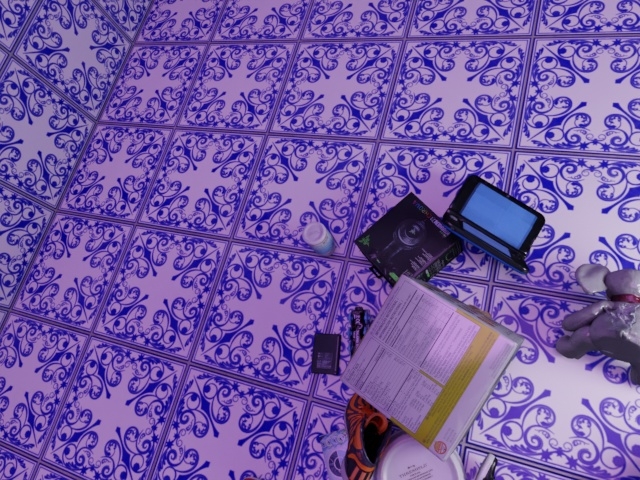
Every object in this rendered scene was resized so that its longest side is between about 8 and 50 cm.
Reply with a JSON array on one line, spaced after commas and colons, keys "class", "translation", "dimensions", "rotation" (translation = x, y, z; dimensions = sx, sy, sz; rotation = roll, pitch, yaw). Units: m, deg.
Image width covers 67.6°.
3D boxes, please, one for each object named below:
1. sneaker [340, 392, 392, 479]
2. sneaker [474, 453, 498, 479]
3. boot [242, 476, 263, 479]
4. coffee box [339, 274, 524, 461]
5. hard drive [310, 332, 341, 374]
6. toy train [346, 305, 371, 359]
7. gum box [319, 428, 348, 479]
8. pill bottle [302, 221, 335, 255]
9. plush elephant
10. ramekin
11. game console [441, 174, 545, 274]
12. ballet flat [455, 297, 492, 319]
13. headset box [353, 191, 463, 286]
[{"class": "sneaker", "translation": [0.146, 0.527, 1.371], "dimensions": [0.125, 0.180, 0.321], "rotation": [18, 31, -5]}, {"class": "sneaker", "translation": [0.474, 0.711, 1.310], "dimensions": [0.121, 0.079, 0.216], "rotation": [23, 86, 22]}, {"class": "boot", "translation": [-0.179, 0.810, 1.437], "dimensions": [0.244, 0.176, 0.088], "rotation": [30, 83, 28]}, {"class": "coffee box", "translation": [0.320, 0.328, 1.334], "dimensions": [0.334, 0.338, 0.338], "rotation": [32, 95, 27]}, {"class": "hard drive", "translation": [0.019, 0.385, 1.626], "dimensions": [0.094, 0.022, 0.135], "rotation": [-1, 69, 19]}, {"class": "toy train", "translation": [0.130, 0.311, 1.571], "dimensions": [0.080, 0.105, 0.184], "rotation": [-4, 68, 14]}, {"class": "gum box", "translation": [0.095, 0.676, 1.471], "dimensions": [0.157, 0.041, 0.184], "rotation": [-21, 63, 10]}, {"class": "pill bottle", "translation": [0.000, 0.000, 1.711], "dimensions": [0.087, 0.160, 0.087], "rotation": [-7, 67, 17]}, {"class": "plush elephant", "translation": [0.824, 0.192, 1.302], "dimensions": [0.272, 0.330, 0.255], "rotation": [17, 57, 32]}, {"class": "ramekin", "translation": [0.276, 0.667, 1.340], "dimensions": [0.273, 0.127, 0.272], "rotation": [-3, 66, 8]}, {"class": "game console", "translation": [0.551, -0.060, 1.498], "dimensions": [0.293, 0.250, 0.173], "rotation": [32, 108, 8]}, {"class": "ballet flat", "translation": [0.447, 0.224, 1.528], "dimensions": [0.206, 0.073, 0.067], "rotation": [24, 51, 23]}, {"class": "headset box", "translation": [0.288, 0.025, 1.617], "dimensions": [0.283, 0.131, 0.246], "rotation": [-40, 61, 1]}]
